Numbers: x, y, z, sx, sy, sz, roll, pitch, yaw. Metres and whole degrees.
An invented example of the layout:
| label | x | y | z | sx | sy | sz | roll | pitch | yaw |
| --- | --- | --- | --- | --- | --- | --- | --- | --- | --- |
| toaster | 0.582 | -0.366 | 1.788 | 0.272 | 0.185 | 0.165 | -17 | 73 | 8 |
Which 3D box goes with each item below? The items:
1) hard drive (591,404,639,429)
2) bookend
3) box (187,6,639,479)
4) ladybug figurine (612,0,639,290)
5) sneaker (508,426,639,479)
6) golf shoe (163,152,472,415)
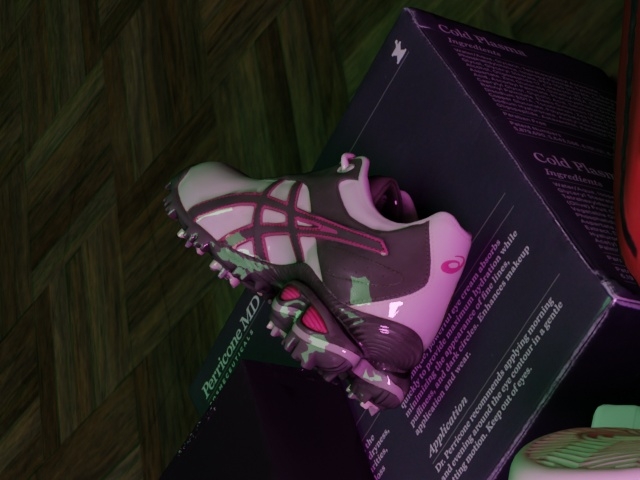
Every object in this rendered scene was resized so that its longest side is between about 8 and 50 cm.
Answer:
| label | x | y | z | sx | sy | sz | roll | pitch | yaw |
| --- | --- | --- | --- | --- | --- | --- | --- | --- | --- |
| hard drive | 0.149 | 0.266 | 0.925 | 0.040 | 0.203 | 0.307 | 0 | 46 | 22 |
| bookend | -0.035 | 0.184 | 1.111 | 0.156 | 0.072 | 0.157 | -56 | 37 | 33 |
| box | 0.099 | 0.085 | 1.175 | 0.343 | 0.179 | 0.312 | -59 | 36 | 26 |
| ladybug figurine | 0.237 | -0.106 | 0.920 | 0.305 | 0.162 | 0.449 | 91 | -173 | -52 |
| sneaker | 0.199 | 0.164 | 0.846 | 0.131 | 0.350 | 0.148 | 0 | 83 | 38 |
| golf shoe | 0.000 | 0.000 | 1.125 | 0.120 | 0.105 | 0.273 | -54 | 38 | 3 |
